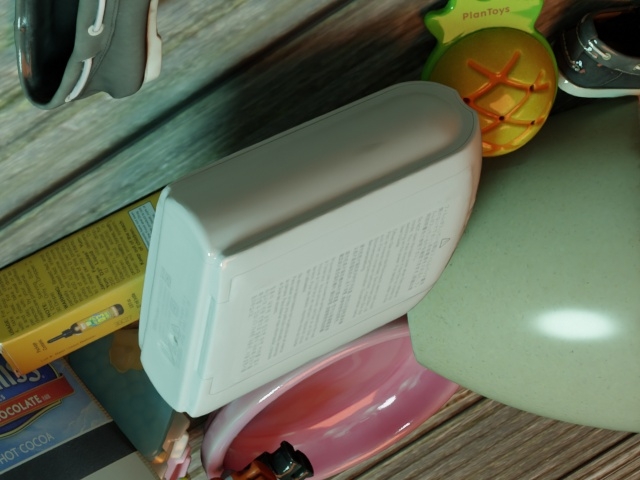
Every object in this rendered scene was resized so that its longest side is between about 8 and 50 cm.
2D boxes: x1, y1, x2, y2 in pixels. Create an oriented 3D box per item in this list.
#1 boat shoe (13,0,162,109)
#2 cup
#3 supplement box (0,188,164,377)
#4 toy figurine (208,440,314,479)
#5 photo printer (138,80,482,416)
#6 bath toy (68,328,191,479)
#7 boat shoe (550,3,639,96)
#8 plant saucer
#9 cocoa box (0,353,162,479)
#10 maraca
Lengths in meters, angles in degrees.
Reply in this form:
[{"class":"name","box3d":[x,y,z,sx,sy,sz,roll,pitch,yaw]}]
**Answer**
[{"class":"boat shoe","box3d":[-0.165,-0.186,1.319,0.095,0.112,0.335,-27,158,-15]},{"class":"cup","box3d":[0.206,0.030,1.920,0.237,0.331,0.331,-4,155,7]},{"class":"supplement box","box3d":[-0.185,0.030,1.734,0.233,0.080,0.078,-28,153,-7]},{"class":"toy figurine","box3d":[-0.050,0.334,2.061,0.148,0.213,0.209,-40,178,12]},{"class":"photo printer","box3d":[0.000,0.000,1.679,0.307,0.107,0.256,-25,151,-26]},{"class":"bath toy","box3d":[-0.193,0.198,1.983,0.348,0.129,0.151,99,14,-64]},{"class":"boat shoe","box3d":[0.323,-0.186,1.851,0.233,0.084,0.079,-8,148,-32]},{"class":"plant saucer","box3d":[0.011,0.161,2.168,0.332,0.084,0.332,-24,153,-13]},{"class":"cocoa box","box3d":[-0.349,0.257,1.716,0.231,0.228,0.347,-48,166,34]},{"class":"maraca","box3d":[0.147,-0.150,1.727,0.127,0.099,0.185,-14,131,-7]}]
